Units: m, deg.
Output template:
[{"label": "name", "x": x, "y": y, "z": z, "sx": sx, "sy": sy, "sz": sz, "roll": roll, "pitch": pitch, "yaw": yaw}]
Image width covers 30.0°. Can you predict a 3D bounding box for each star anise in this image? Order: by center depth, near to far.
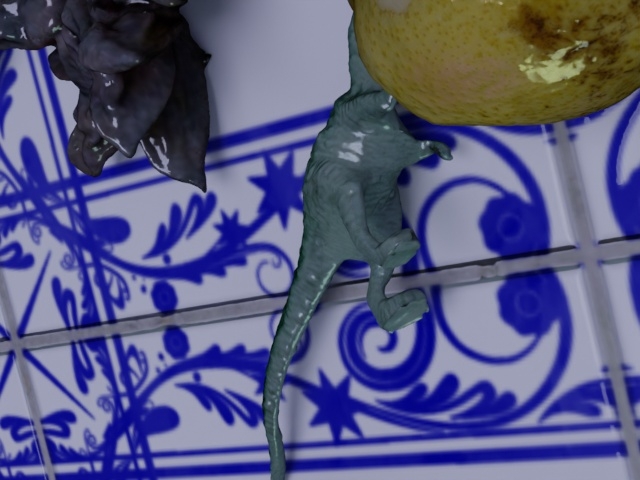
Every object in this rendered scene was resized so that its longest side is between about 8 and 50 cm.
[{"label": "star anise", "x": -0.136, "y": -0.158, "z": 0.758, "sx": 0.212, "sy": 0.129, "sz": 0.283, "roll": 40, "pitch": 122, "yaw": 30}]

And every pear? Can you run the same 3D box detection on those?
[{"label": "pear", "x": 0.092, "y": -0.134, "z": 0.579, "sx": 0.178, "sy": 0.178, "sz": 0.178, "roll": 9, "pitch": 106, "yaw": 33}]

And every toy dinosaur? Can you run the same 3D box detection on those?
[{"label": "toy dinosaur", "x": 0.019, "y": 0.023, "z": 0.712, "sx": 0.129, "sy": 0.076, "sz": 0.383, "roll": 46, "pitch": 122, "yaw": 56}]
